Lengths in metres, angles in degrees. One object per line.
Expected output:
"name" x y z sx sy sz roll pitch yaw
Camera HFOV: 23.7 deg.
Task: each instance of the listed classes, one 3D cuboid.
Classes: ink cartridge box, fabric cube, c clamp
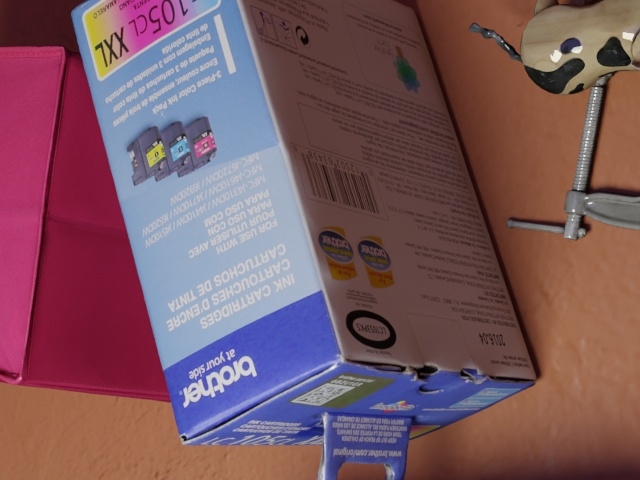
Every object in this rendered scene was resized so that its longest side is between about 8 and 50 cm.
"ink cartridge box" 0.000 0.000 1.097 0.151 0.270 0.395 -30 67 29
"fabric cube" -0.229 -0.007 1.262 0.254 0.258 0.259 5 85 34
"c clamp" 0.213 -0.073 1.115 0.137 0.022 0.160 16 92 35

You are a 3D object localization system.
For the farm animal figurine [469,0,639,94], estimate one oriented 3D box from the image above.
"farm animal figurine" 0.257 -0.191 0.970 0.327 0.330 0.172 7 60 8
